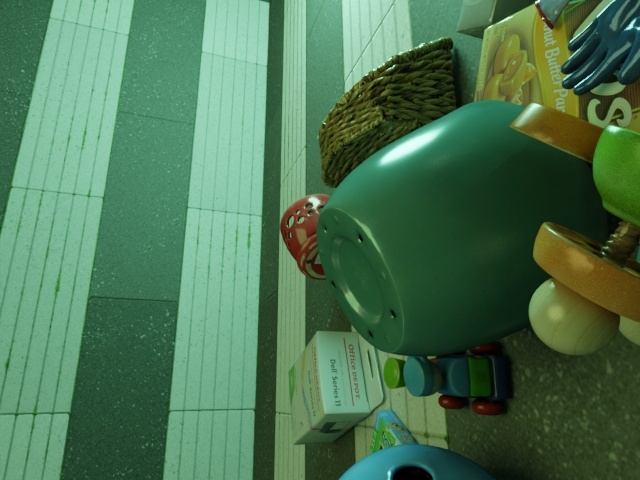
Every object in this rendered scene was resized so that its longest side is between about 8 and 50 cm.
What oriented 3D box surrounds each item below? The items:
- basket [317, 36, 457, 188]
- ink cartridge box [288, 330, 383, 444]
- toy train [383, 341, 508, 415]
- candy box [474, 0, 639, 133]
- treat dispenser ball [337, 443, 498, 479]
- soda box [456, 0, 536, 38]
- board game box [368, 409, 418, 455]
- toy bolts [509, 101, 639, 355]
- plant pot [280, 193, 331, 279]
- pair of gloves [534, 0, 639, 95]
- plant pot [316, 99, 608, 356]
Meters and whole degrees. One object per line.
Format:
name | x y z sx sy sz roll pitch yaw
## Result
basket | 0.111 -0.252 0.920 0.299 0.213 0.223 142 130 -65
ink cartridge box | 0.022 0.362 1.142 0.353 0.119 0.207 118 152 -48
toy train | 0.163 0.214 0.730 0.248 0.143 0.105 145 129 -66
candy box | 0.306 -0.187 0.501 0.316 0.087 0.183 -168 84 -69
treat dispenser ball | 0.126 0.406 0.555 0.288 0.288 0.288 -174 90 -72
soda box | 0.286 -0.436 0.637 0.091 0.098 0.287 -134 52 -67
board game box | 0.151 0.451 0.859 0.211 0.039 0.160 -147 65 -68
toy bolts | 0.254 0.001 0.395 0.218 0.228 0.159 -113 42 -60
plant pot | 0.000 0.000 1.220 0.174 0.191 0.191 -112 33 -45
pair of gloves | 0.281 -0.237 0.428 0.159 0.023 0.198 128 146 -53
plant pot | 0.137 0.003 0.562 0.293 0.235 0.293 52 154 37
